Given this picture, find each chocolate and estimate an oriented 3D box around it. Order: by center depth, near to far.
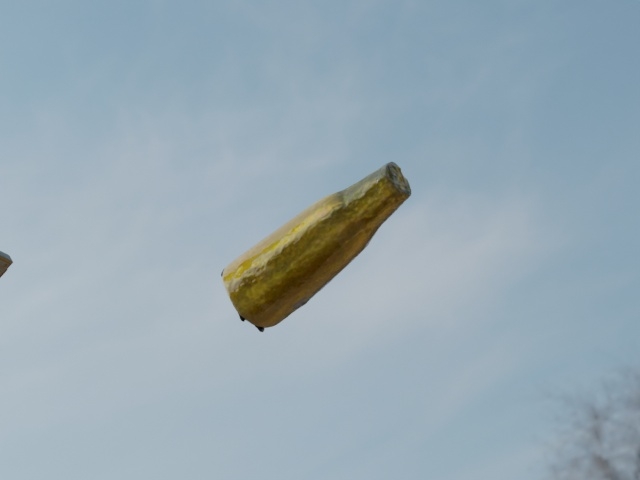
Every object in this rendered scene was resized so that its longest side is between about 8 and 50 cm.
[{"bbox_3d":[0.000,0.000,1.525,0.219,0.085,0.086,-39,-35,29],"label":"chocolate"}]

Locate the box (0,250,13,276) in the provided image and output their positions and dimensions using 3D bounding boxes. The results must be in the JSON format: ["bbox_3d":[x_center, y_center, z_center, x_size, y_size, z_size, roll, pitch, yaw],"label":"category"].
[{"bbox_3d":[-0.265,0.035,1.120,0.083,0.012,0.046,-48,-39,7],"label":"box"}]
